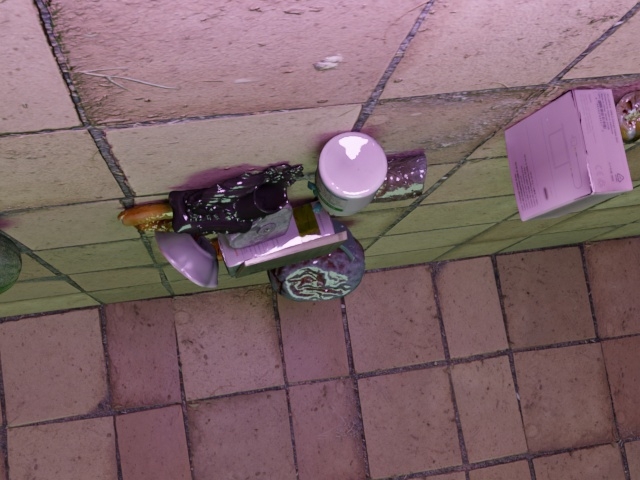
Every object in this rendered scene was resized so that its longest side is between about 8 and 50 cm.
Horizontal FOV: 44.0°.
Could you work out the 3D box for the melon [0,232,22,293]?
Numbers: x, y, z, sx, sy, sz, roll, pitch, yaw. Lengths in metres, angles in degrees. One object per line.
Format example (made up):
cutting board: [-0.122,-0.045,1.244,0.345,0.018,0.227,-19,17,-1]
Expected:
melon: [-0.832,0.055,1.800,0.288,0.182,0.182,-4,170,-33]

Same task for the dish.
dish: [-0.344,0.027,2.170,0.081,0.229,0.229,-45,161,12]

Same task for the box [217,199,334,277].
box: [-0.124,-0.005,2.153,0.300,0.106,0.200,-19,173,-8]

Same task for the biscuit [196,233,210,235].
biscuit: [-0.237,-0.058,2.097,0.184,0.035,0.249,-8,171,-27]

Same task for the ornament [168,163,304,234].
ornament: [-0.176,-0.101,1.746,0.251,0.106,0.260,-3,165,-40]

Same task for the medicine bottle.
medicine bottle: [0.056,-0.128,1.628,0.139,0.139,0.237,-8,172,-4]

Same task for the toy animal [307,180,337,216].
toy animal: [0.020,-0.107,1.897,0.103,0.100,0.208,12,-174,17]

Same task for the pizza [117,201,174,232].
pizza: [-0.351,-0.054,1.947,0.292,0.058,0.197,-5,171,-20]

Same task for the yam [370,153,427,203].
yam: [0.153,-0.136,1.793,0.183,0.107,0.107,-7,171,7]

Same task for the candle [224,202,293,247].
candle: [-0.145,-0.050,1.977,0.192,0.068,0.168,-34,160,21]

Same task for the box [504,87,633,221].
box: [0.484,-0.163,1.576,0.106,0.203,0.252,-7,171,-21]

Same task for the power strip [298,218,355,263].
power strip: [0.000,0.000,2.358,0.216,0.137,0.044,0,175,-17]

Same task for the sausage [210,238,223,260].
sausage: [-0.271,0.017,2.425,0.234,0.071,0.071,-17,168,42]

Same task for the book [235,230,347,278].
book: [-0.082,0.044,2.107,0.283,0.025,0.215,-16,172,-16]

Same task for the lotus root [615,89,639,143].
lotus root: [0.625,-0.243,1.567,0.113,0.088,0.192,-37,167,22]

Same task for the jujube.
jujube: [-0.024,0.073,2.512,0.308,0.215,0.246,6,130,-14]
